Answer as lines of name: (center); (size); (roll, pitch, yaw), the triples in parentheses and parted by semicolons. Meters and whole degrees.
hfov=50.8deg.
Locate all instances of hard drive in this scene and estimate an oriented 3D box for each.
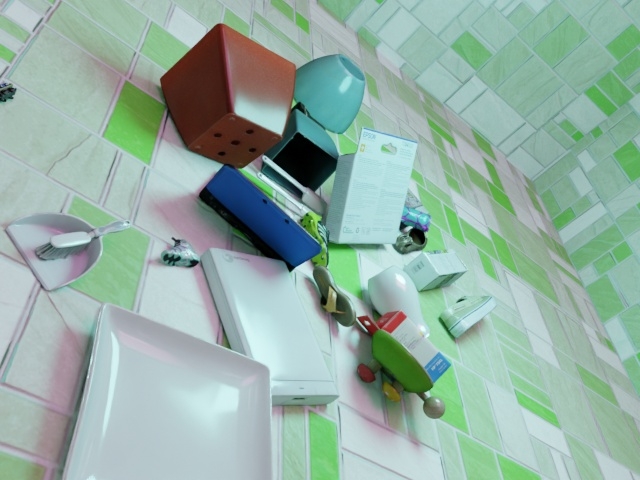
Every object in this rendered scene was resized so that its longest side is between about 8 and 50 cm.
hard drive: (-0.108, 0.182, 1.436); (0.233, 0.047, 0.353); (13, 42, -47)

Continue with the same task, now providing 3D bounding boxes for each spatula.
spatula: (-0.089, -0.119, 1.848); (0.242, 0.019, 0.168); (37, 50, -18)

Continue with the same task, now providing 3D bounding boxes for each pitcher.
pitcher: (0.218, 0.175, 1.848); (0.207, 0.126, 0.178); (61, 8, 3)

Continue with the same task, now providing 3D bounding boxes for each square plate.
square plate: (-0.229, 0.298, 1.094); (0.347, 0.049, 0.344); (28, 35, -28)

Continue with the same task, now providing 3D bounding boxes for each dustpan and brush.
dustpan and brush: (-0.427, -0.002, 1.208); (0.147, 0.060, 0.211); (53, 28, 10)

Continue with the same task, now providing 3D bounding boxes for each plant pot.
plant pot: (0.050, -0.561, 2.460); (0.290, 0.195, 0.290); (35, 31, -24)
plant pot: (-0.231, -0.344, 1.747); (0.267, 0.267, 0.235); (19, 53, -42)
plant pot: (-0.060, -0.273, 1.974); (0.166, 0.166, 0.234); (33, 28, -26)

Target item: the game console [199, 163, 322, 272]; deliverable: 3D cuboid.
game console: (-0.122, -0.079, 1.618); (0.293, 0.173, 0.250); (43, 28, -9)

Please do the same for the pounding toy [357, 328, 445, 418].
pounding toy: (0.173, 0.328, 1.580); (0.236, 0.110, 0.183); (56, -14, -27)

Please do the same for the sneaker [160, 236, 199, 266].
sneaker: (-0.299, 0.018, 1.393); (0.098, 0.038, 0.069); (21, 35, -56)

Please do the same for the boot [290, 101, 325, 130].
boot: (-0.031, -0.371, 2.237); (0.137, 0.077, 0.197); (39, 29, -26)

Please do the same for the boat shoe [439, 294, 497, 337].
boat shoe: (0.478, 0.219, 2.152); (0.094, 0.109, 0.302); (52, 31, 13)

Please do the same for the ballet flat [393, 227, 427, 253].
ballet flat: (0.315, -0.008, 2.263); (0.084, 0.058, 0.250); (54, 28, 11)

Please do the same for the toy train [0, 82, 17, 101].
toy train: (-0.643, -0.276, 1.298); (0.036, 0.027, 0.158); (35, 29, -1)

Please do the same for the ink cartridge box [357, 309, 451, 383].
ink cartridge box: (0.204, 0.251, 1.685); (0.231, 0.078, 0.134); (48, -13, -1)

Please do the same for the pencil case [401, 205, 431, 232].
pencil case: (0.295, -0.078, 2.259); (0.152, 0.064, 0.070); (20, 32, 0)

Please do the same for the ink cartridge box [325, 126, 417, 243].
ink cartridge box: (0.151, -0.153, 1.979); (0.072, 0.329, 0.324); (15, 8, 35)

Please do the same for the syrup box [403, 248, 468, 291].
syrup box: (0.376, 0.094, 2.180); (0.237, 0.093, 0.096); (-4, 56, -56)

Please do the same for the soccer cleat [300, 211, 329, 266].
soccer cleat: (0.000, 0.000, 1.794); (0.072, 0.060, 0.178); (15, 48, -42)

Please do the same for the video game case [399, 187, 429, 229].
video game case: (0.259, -0.173, 2.423); (0.274, 0.035, 0.248); (52, 28, 8)

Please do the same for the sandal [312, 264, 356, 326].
sandal: (0.023, 0.140, 1.658); (0.049, 0.072, 0.180); (-13, 61, -42)
